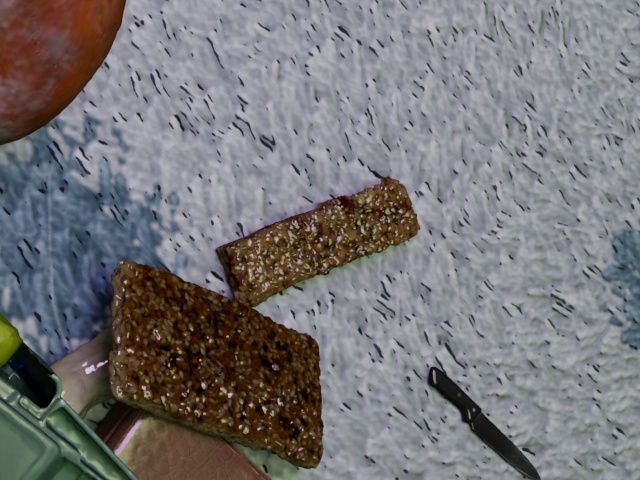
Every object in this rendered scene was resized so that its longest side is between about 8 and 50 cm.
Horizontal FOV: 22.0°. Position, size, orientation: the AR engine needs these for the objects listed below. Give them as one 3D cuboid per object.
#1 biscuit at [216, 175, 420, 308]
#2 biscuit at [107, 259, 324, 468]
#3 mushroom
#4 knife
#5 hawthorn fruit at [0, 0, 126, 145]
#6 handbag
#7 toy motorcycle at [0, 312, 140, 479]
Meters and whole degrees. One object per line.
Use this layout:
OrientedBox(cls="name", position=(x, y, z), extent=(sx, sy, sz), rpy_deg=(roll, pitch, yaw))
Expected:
OrientedBox(cls="biscuit", position=(0.000, 0.000, 1.467), extent=(0.199, 0.034, 0.064), rpy_deg=(-23, 97, -30))
OrientedBox(cls="biscuit", position=(-0.081, 0.104, 1.368), extent=(0.231, 0.025, 0.131), rpy_deg=(25, 49, -40))
OrientedBox(cls="mushroom", position=(-0.209, 0.130, 1.330), extent=(0.202, 0.054, 0.059), rpy_deg=(-35, 105, -23))
OrientedBox(cls="knife", position=(0.156, 0.177, 1.562), extent=(0.170, 0.010, 0.023), rpy_deg=(44, 66, -22))
OrientedBox(cls="hawthorn fruit", position=(-0.263, -0.201, 1.228), extent=(0.263, 0.231, 0.235), rpy_deg=(-89, 156, -45))
OrientedBox(cls="handbag", position=(-0.119, 0.228, 1.363), extent=(0.193, 0.072, 0.151), rpy_deg=(49, 66, -20))
OrientedBox(cls="toy motorcycle", position=(-0.244, 0.164, 1.191), extent=(0.326, 0.200, 0.191), rpy_deg=(43, 83, -23))
